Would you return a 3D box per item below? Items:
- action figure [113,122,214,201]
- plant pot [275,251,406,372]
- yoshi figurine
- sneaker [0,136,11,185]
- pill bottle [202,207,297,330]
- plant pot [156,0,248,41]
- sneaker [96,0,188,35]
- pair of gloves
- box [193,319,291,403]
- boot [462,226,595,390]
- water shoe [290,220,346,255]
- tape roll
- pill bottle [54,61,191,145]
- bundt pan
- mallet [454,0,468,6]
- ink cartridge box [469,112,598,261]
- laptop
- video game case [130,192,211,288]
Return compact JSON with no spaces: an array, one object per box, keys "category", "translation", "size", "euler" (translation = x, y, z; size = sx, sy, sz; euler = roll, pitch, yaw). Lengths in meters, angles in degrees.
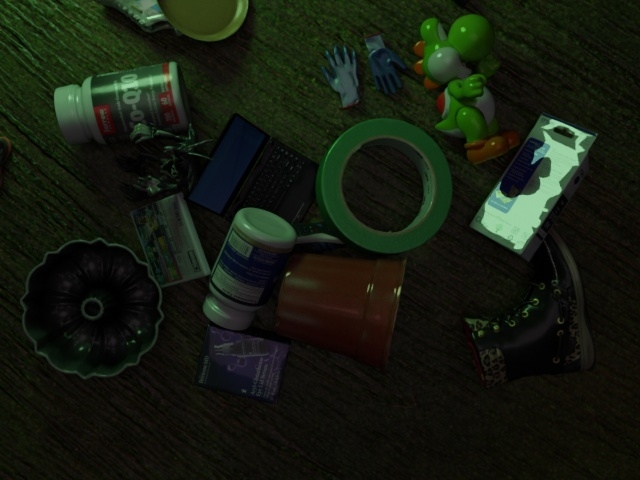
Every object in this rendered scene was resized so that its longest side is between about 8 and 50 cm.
[{"category":"action figure","translation":[-0.364,-0.172,1.725],"size":[0.275,0.141,0.164],"euler":[-18,72,41]},{"category":"plant pot","translation":[0.044,0.147,1.781],"size":[0.265,0.272,0.272],"euler":[11,93,5]},{"category":"yoshi figurine","translation":[0.368,-0.376,1.798],"size":[0.203,0.203,0.362],"euler":[-26,92,-17]},{"category":"sneaker","translation":[-0.787,-0.174,1.814],"size":[0.061,0.065,0.158],"euler":[17,92,-3]},{"category":"pill bottle","translation":[-0.171,0.070,1.782],"size":[0.153,0.153,0.265],"euler":[25,113,-3]},{"category":"plant pot","translation":[-0.281,-0.577,1.786],"size":[0.236,0.032,0.236],"euler":[3,85,-31]},{"category":"sneaker","translation":[-0.420,-0.545,1.795],"size":[0.228,0.087,0.092],"euler":[10,85,-3]},{"category":"pair of gloves","translation":[0.107,-0.414,1.859],"size":[0.198,0.023,0.159],"euler":[-19,96,0]},{"category":"box","translation":[-0.186,0.288,1.844],"size":[0.207,0.108,0.153],"euler":[12,93,-3]},{"category":"boot","translation":[0.488,0.170,1.856],"size":[0.284,0.138,0.377],"euler":[-16,99,-1]},{"category":"water shoe","translation":[0.000,0.000,1.864],"size":[0.203,0.073,0.080],"euler":[2,131,-12]},{"category":"tape roll","translation":[0.151,-0.125,1.817],"size":[0.321,0.077,0.321],"euler":[1,85,-12]},{"category":"pill bottle","translation":[-0.453,-0.310,1.772],"size":[0.283,0.161,0.161],"euler":[-11,94,-2]},{"category":"bundt pan","translation":[-0.526,0.155,1.815],"size":[0.330,0.124,0.331],"euler":[0,92,-3]},{"category":"mallet","translation":[0.370,-0.659,1.851],"size":[0.062,0.039,0.190],"euler":[31,88,-7]},{"category":"ink cartridge box","translation":[0.514,-0.129,1.826],"size":[0.165,0.065,0.333],"euler":[36,94,41]},{"category":"laptop","translation":[-0.143,-0.131,1.807],"size":[0.264,0.136,0.234],"euler":[31,92,-4]},{"category":"video game case","translation":[-0.356,0.004,1.810],"size":[0.183,0.023,0.201],"euler":[-16,95,38]}]
